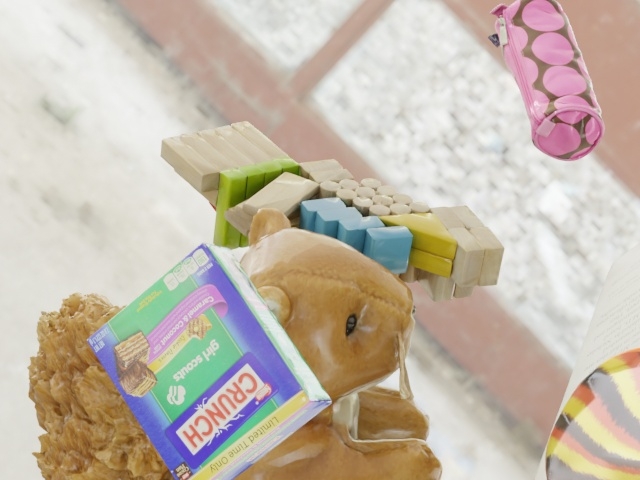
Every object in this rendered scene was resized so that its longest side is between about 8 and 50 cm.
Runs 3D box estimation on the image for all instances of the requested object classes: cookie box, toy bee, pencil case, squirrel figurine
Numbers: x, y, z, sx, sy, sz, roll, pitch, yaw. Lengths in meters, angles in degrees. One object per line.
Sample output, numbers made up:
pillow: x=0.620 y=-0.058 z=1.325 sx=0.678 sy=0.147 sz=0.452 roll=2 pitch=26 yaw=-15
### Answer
cookie box: x=-0.061 y=0.071 z=0.886 sx=0.107 sy=0.092 sz=0.040 roll=55 pitch=15 yaw=15
toy bee: x=0.280 y=0.080 z=0.920 sx=0.195 sy=0.298 sz=0.162 roll=71 pitch=22 yaw=-70
pencil case: x=0.269 y=-0.197 z=1.944 sx=0.098 sy=0.095 sz=0.209 roll=21 pitch=40 yaw=-38
squirrel figurine: x=-0.085 y=0.163 z=1.469 sx=0.397 sy=0.370 sz=0.281 roll=6 pitch=29 yaw=3

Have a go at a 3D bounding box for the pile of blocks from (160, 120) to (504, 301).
pile of blocks: x=0.000 y=0.000 z=1.590 sx=0.362 sy=0.113 sz=0.149 roll=22 pitch=33 yaw=23

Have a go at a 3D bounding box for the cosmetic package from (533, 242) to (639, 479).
cosmetic package: x=0.341 y=0.185 z=1.436 sx=0.230 sy=0.161 sz=0.453 roll=39 pitch=43 yaw=-9
